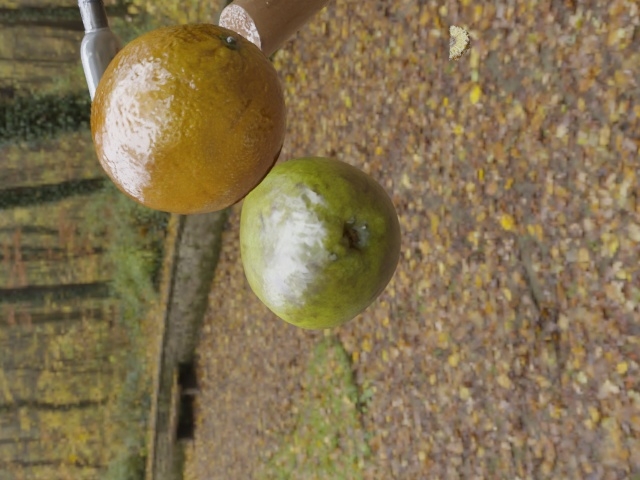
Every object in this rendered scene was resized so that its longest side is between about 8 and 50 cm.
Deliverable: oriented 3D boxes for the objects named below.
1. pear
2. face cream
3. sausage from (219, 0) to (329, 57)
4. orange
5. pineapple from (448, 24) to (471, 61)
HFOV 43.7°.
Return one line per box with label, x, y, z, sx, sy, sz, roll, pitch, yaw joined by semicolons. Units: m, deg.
pear;0.000;0.000;1.621;0.413;0.352;0.351;173;95;-71
face cream;-0.466;-0.380;1.729;0.144;0.071;0.291;-66;-31;-66
sausage;-0.089;-0.440;1.526;0.253;0.123;0.123;-51;-9;-37
orange;-0.170;-0.162;1.055;0.264;0.264;0.264;179;90;-72
pineapple;0.283;-0.402;1.618;0.019;0.045;0.083;42;-133;-57
